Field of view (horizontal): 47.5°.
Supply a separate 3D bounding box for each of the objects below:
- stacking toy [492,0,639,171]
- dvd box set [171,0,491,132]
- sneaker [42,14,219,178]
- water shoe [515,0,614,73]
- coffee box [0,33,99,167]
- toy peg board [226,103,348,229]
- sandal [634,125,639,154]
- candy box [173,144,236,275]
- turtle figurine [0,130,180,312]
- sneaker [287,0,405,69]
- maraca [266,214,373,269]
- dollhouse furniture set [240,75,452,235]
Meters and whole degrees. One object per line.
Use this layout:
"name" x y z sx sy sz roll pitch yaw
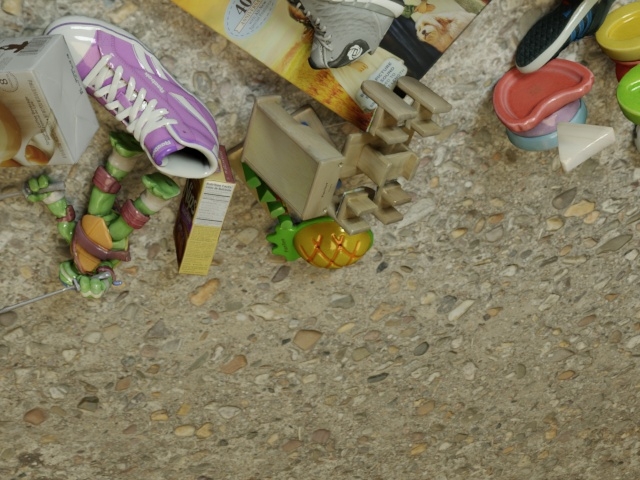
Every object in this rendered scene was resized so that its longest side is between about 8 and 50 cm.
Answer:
"stacking toy" 0.444 -0.202 1.121 0.308 0.280 0.130 -26 131 11
"dvd box set" 0.015 -0.362 0.987 0.420 0.062 0.307 29 115 -35
"sneaker" -0.246 -0.186 0.990 0.282 0.161 0.102 31 117 -34
"water shoe" 0.394 -0.330 1.128 0.080 0.073 0.203 25 118 -32
"coffee box" -0.433 -0.172 0.930 0.246 0.098 0.141 -2 132 11
"toy peg board" -0.042 -0.105 1.178 0.160 0.079 0.161 -29 132 8
"sandal" 0.650 -0.295 1.220 0.169 0.102 0.417 -13 132 -7
"candy box" -0.189 -0.049 1.159 0.053 0.109 0.187 7 126 -23
"turtle figurine" -0.357 -0.023 1.071 0.274 0.198 0.266 28 113 -38
"sneaker" -0.009 -0.287 0.946 0.228 0.086 0.132 9 128 -26
"maraca" 0.000 0.000 1.272 0.185 0.099 0.127 -5 141 9
"dollhouse furniture set" 0.031 -0.138 1.078 0.242 0.161 0.212 -16 138 -39
